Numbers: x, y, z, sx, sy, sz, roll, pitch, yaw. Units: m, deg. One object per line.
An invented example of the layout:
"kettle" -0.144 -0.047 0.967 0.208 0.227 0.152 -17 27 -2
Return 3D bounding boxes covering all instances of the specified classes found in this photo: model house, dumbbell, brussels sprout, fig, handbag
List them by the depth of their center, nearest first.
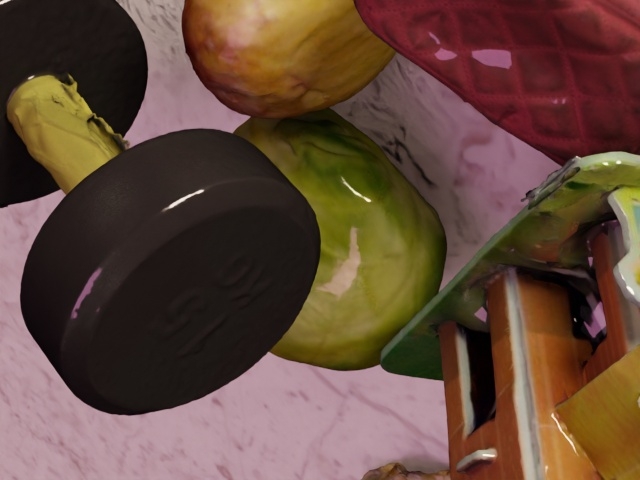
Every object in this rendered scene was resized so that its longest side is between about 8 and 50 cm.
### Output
"handbag" 0.139 -0.153 0.791 0.225 0.135 0.146 33 141 -7
"model house" 0.248 0.171 0.838 0.340 0.323 0.300 11 148 -21
"fig" 0.023 -0.188 0.919 0.257 0.159 0.159 -24 102 25
"dumbbell" -0.166 -0.049 0.939 0.322 0.204 0.203 47 142 34
"brussels sprout" 0.000 0.000 1.031 0.223 0.161 0.223 31 140 31

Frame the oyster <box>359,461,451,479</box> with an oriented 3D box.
"oyster" 0.144 0.269 1.167 0.294 0.094 0.166 26 115 40
